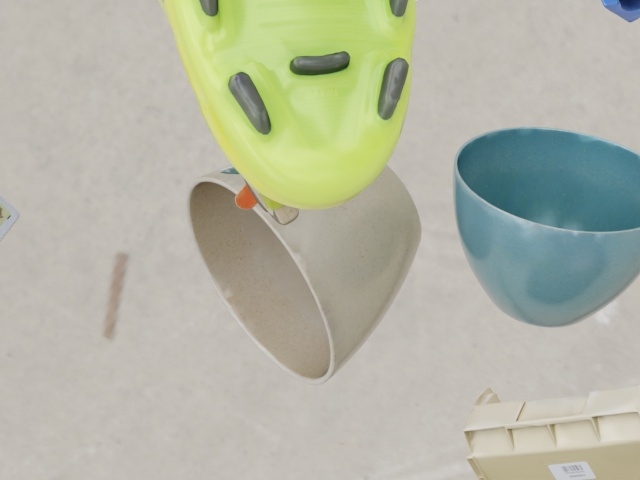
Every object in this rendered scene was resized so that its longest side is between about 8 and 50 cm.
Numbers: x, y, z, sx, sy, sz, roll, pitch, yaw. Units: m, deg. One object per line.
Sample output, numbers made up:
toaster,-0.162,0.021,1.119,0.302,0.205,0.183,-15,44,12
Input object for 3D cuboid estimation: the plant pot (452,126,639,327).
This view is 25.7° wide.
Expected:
plant pot,0.308,0.000,1.864,0.290,0.290,0.195,32,129,38

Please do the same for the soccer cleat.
soccer cleat,-0.042,-0.135,0.556,0.093,0.121,0.289,-16,71,-20

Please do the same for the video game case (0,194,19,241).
video game case,-0.373,-0.015,1.154,0.023,0.193,0.212,-25,27,43

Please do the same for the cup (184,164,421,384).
cup,0.000,0.000,1.977,0.237,0.331,0.331,-34,48,-24

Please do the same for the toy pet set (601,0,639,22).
toy pet set,0.232,-0.232,1.071,0.122,0.065,0.114,-12,64,-12

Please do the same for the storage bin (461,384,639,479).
storage bin,0.350,0.288,1.764,0.262,0.260,0.123,-12,30,37

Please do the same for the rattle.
rattle,-0.040,-0.096,1.652,0.130,0.199,0.143,39,84,4
